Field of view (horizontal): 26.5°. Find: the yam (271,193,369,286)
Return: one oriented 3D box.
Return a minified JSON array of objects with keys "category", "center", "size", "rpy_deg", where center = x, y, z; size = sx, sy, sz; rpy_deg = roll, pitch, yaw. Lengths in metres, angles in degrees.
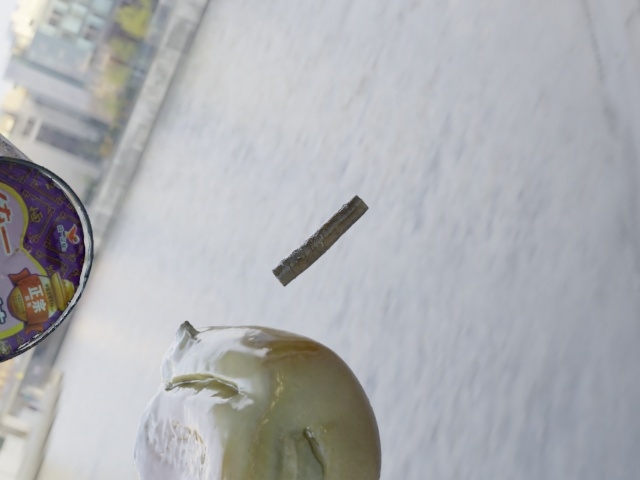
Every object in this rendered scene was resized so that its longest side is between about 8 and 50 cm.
[{"category":"yam","center":[0.000,0.000,1.695],"size":[0.145,0.032,0.032],"rpy_deg":[-43,10,0]}]

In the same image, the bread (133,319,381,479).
[{"category":"bread","center":[-0.085,0.298,1.901],"size":[0.376,0.253,0.348],"rpy_deg":[-10,68,62]}]

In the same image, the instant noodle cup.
[{"category":"instant noodle cup","center":[-0.521,-0.024,1.915],"size":[0.266,0.340,0.340],"rpy_deg":[46,118,49]}]
